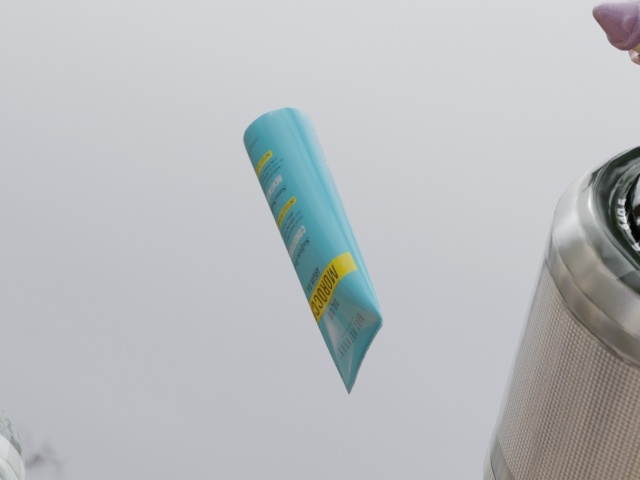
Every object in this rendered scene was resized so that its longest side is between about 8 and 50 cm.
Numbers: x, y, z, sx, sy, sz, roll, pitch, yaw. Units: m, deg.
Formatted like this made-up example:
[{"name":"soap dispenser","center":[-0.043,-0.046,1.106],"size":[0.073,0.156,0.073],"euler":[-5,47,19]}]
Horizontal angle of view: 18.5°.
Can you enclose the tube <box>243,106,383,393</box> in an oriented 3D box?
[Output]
[{"name":"tube","center":[0.000,0.000,1.375],"size":[0.080,0.052,0.207],"euler":[107,-32,-50]}]

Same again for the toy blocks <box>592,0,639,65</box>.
[{"name":"toy blocks","center":[0.410,-0.259,1.817],"size":[0.260,0.309,0.288],"euler":[18,19,-32]}]

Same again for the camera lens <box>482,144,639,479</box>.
[{"name":"camera lens","center":[0.212,0.097,1.097],"size":[0.219,0.219,0.274],"euler":[28,-53,23]}]

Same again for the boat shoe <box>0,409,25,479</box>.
[{"name":"boat shoe","center":[-0.237,0.175,0.753],"size":[0.118,0.320,0.103],"euler":[41,24,-34]}]
